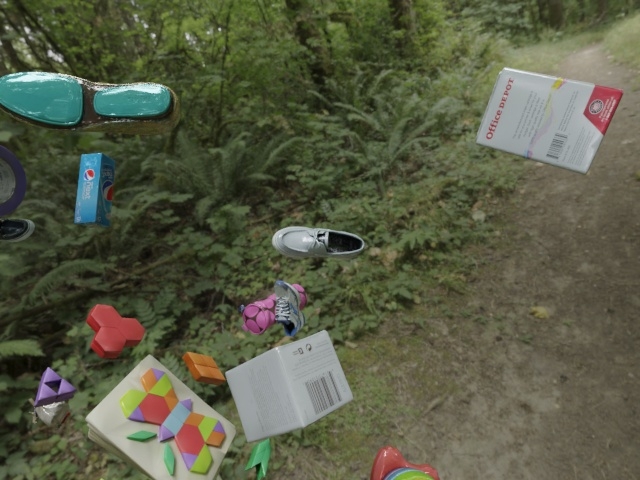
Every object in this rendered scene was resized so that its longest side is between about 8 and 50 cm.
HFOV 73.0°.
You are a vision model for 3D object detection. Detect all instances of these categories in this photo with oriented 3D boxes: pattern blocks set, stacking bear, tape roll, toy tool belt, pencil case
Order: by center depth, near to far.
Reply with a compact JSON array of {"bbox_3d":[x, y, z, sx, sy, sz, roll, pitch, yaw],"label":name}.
[{"bbox_3d":[-0.194,0.238,0.558,0.026,0.324,0.285,-45,21,19],"label":"pattern blocks set"},{"bbox_3d":[-0.437,0.272,0.698,0.052,0.051,0.083,-67,4,-33],"label":"toy tool belt"},{"bbox_3d":[0.220,0.591,0.944,0.164,0.175,0.289,-63,3,-15],"label":"stacking bear"},{"bbox_3d":[-0.869,-0.154,1.108,0.080,0.189,0.189,1,24,16],"label":"tape roll"},{"bbox_3d":[-0.125,0.188,1.197,0.098,0.095,0.209,-53,-19,28],"label":"pencil case"}]

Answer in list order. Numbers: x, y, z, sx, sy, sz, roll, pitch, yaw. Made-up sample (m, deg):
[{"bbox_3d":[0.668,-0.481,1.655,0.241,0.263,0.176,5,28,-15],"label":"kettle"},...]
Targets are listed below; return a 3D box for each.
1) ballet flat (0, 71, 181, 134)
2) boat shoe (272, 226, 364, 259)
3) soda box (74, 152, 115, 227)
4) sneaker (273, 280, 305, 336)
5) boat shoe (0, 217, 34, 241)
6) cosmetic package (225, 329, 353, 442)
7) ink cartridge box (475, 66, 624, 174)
[{"bbox_3d":[-0.465,-0.269,0.892,0.348,0.123,0.123,0,18,-7],"label":"ballet flat"},{"bbox_3d":[0.001,0.001,1.044,0.227,0.079,0.081,6,-18,-22],"label":"boat shoe"},{"bbox_3d":[-0.664,-0.146,1.278,0.071,0.210,0.067,-3,-11,11],"label":"soda box"},{"bbox_3d":[-0.070,0.147,0.914,0.052,0.135,0.058,-2,32,29],"label":"sneaker"},{"bbox_3d":[-0.896,-0.033,1.190,0.183,0.065,0.083,-6,-16,7],"label":"boat shoe"},{"bbox_3d":[-0.066,0.295,0.879,0.183,0.152,0.151,-33,-18,37],"label":"cosmetic package"},{"bbox_3d":[0.362,-0.193,0.697,0.175,0.128,0.072,25,20,26],"label":"ink cartridge box"}]
